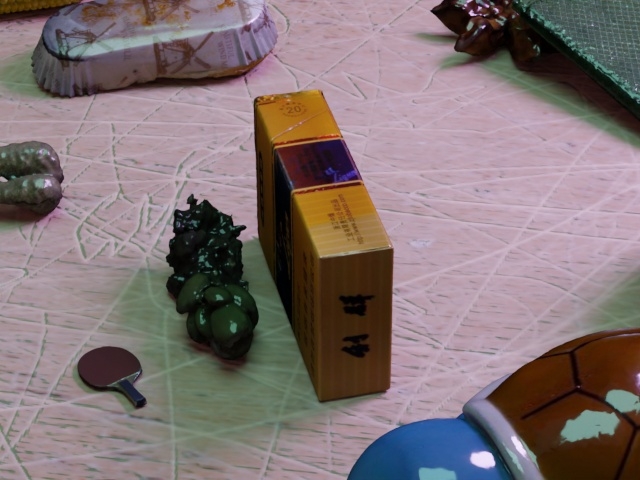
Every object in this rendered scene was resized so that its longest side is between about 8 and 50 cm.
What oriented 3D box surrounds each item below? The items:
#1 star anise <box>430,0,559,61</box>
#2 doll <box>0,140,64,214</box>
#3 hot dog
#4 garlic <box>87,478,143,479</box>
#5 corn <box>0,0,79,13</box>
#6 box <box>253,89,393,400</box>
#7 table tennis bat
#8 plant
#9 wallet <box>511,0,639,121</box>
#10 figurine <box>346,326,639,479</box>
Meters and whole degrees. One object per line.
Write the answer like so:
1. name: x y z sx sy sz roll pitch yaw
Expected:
1. star anise: 0.198 -0.228 2.041 0.167 0.057 0.168 -3 47 3
2. doll: -0.394 -0.068 1.816 0.286 0.091 0.203 -23 75 -11
3. hot dog: -0.170 -0.207 2.014 0.252 0.069 0.131 -11 47 -8
4. garlic: -0.121 0.238 1.317 0.227 0.228 0.152 2 78 4
5. corn: -0.361 -0.278 2.097 0.248 0.081 0.081 -5 37 -7
6. box: 0.001 0.000 1.660 0.070 0.152 0.237 -10 39 -12
7. table tennis bat: -0.168 0.112 1.634 0.050 0.007 0.083 -21 39 -26
8. plant: -0.092 0.037 1.683 0.087 0.085 0.174 -27 43 6
9. wallet: 0.321 -0.194 1.965 0.160 0.055 0.236 -27 55 -30
10. figurine: 0.226 0.164 1.420 0.416 0.243 0.298 -29 51 -2
